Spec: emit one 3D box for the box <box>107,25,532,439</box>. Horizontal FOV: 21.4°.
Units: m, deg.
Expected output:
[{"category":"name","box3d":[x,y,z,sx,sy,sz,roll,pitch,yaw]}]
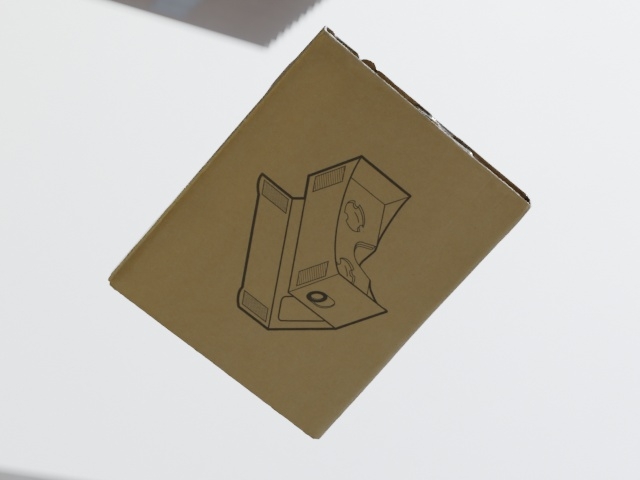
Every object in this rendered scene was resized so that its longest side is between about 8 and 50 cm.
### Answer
[{"category":"box","box3d":[0.000,0.000,1.003,0.201,0.164,0.021,-48,-168,15]}]
